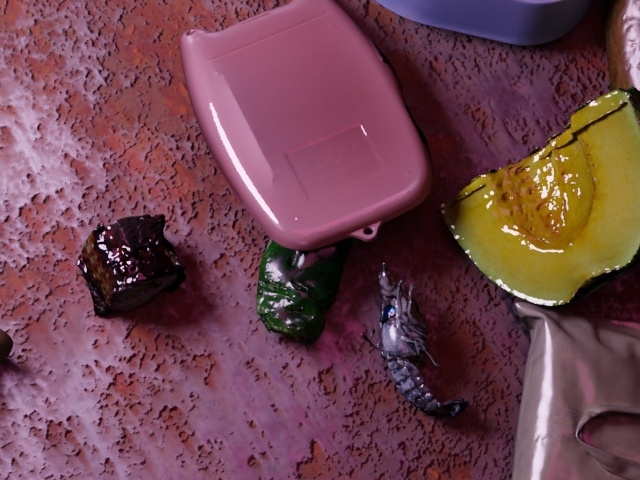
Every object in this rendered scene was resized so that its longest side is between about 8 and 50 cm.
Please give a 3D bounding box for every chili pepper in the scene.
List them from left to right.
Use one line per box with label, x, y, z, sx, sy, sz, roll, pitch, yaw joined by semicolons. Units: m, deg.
chili pepper;0.000;-0.001;1.972;0.098;0.061;0.224;21;74;11

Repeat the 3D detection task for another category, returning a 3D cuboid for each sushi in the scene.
sushi;-0.197;0.022;1.946;0.094;0.098;0.084;-16;77;-28

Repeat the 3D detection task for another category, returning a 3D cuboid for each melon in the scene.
melon;0.278;-0.031;1.940;0.129;0.265;0.169;-8;69;-52

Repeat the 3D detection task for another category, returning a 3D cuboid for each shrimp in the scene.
shrimp;0.091;0.109;1.933;0.076;0.082;0.174;-23;82;-15

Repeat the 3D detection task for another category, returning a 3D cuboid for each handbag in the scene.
handbag;0.309;0.226;1.891;0.253;0.109;0.316;9;66;-4

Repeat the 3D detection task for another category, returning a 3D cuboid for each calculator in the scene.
calculator;-0.013;-0.133;1.989;0.220;0.048;0.330;-23;63;-11

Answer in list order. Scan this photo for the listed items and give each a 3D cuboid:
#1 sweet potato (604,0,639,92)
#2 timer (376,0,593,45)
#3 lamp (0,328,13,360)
sweet potato;0.370;-0.165;2.008;0.130;0.130;0.423;3;75;-2
timer;0.155;-0.424;2.059;0.395;0.173;0.395;1;73;-3
lamp;-0.378;0.182;1.865;0.121;0.121;0.215;18;63;3
